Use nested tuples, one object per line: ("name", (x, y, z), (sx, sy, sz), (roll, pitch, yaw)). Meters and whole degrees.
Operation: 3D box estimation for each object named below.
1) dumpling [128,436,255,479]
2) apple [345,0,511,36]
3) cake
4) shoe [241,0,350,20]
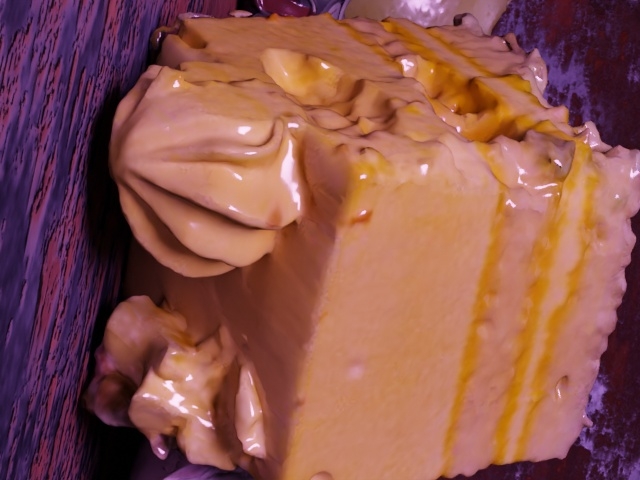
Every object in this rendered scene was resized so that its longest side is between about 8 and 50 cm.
("dumpling", (-0.048, 0.175, 1.016), (0.260, 0.181, 0.341), (-49, -170, 21))
("apple", (0.081, -0.252, 1.530), (0.279, 0.279, 0.279), (11, 90, -87))
("cake", (0.000, 0.000, 0.828), (0.222, 0.286, 0.227), (44, -48, 51))
("shoe", (-0.026, -0.174, 1.200), (0.227, 0.099, 0.112), (99, 8, -65))
